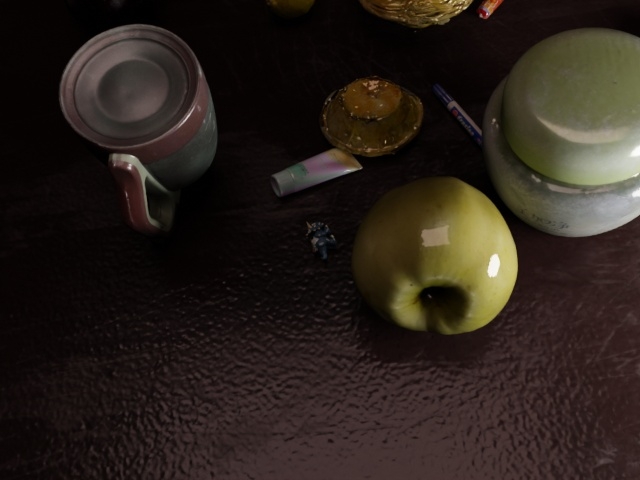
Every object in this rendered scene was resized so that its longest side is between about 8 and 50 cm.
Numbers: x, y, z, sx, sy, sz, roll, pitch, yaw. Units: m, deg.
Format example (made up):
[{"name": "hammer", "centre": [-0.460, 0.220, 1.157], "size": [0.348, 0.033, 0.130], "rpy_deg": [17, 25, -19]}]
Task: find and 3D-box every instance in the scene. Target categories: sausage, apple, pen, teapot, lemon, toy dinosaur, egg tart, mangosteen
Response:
[{"name": "sausage", "centre": [0.393, -0.544, 1.521], "size": [0.034, 0.034, 0.129], "rpy_deg": [33, 66, 21]}, {"name": "apple", "centre": [0.181, 0.021, 1.078], "size": [0.263, 0.262, 0.262], "rpy_deg": [-2, 59, 3]}, {"name": "pen", "centre": [0.287, -0.248, 1.358], "size": [0.025, 0.025, 0.204], "rpy_deg": [-27, 61, -11]}, {"name": "teapot", "centre": [-0.296, -0.161, 1.194], "size": [0.234, 0.312, 0.314], "rpy_deg": [3, 71, 5]}, {"name": "lemon", "centre": [-0.069, -0.560, 1.524], "size": [0.109, 0.109, 0.133], "rpy_deg": [37, 63, 23]}, {"name": "toy dinosaur", "centre": [0.000, 0.000, 1.228], "size": [0.047, 0.030, 0.083], "rpy_deg": [-23, 59, -8]}, {"name": "egg tart", "centre": [0.217, -0.569, 1.499], "size": [0.295, 0.116, 0.294], "rpy_deg": [-5, 63, 11]}, {"name": "mangosteen", "centre": [-0.502, -0.594, 1.506], "size": [0.250, 0.211, 0.211], "rpy_deg": [43, 67, -9]}, {"name": "egg tart", "centre": [0.103, -0.259, 1.342], "size": [0.213, 0.090, 0.212], "rpy_deg": [-2, 55, 2]}]

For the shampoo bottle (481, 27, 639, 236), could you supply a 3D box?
[{"name": "shampoo bottle", "centre": [0.439, -0.171, 1.142], "size": [0.323, 0.317, 0.322], "rpy_deg": [-5, 66, 11]}]

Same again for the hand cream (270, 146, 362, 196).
[{"name": "hand cream", "centre": [-0.011, -0.136, 1.308], "size": [0.174, 0.047, 0.076], "rpy_deg": [-23, 57, -19]}]
